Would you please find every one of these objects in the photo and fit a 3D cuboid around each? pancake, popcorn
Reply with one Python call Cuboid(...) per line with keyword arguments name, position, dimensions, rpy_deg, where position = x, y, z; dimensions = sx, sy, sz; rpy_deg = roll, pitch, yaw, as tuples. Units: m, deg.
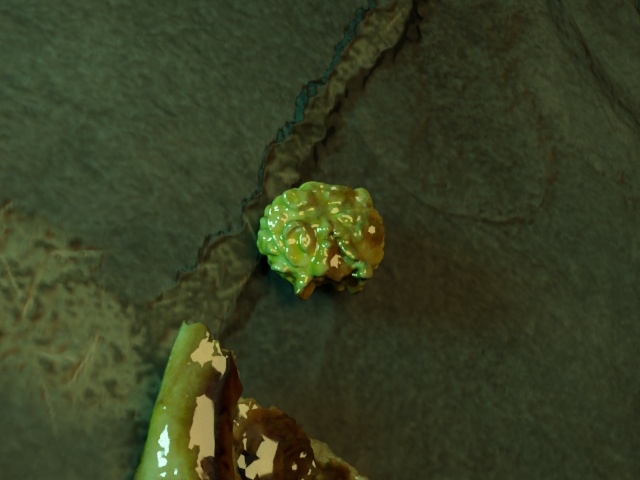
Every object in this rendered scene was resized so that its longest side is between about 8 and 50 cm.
Cuboid(name="pancake", position=(-0.020, 0.195, 0.833), dimensions=(0.257, 0.056, 0.212), rpy_deg=(37, 53, -13))
Cuboid(name="popcorn", position=(0.000, 0.000, 0.943), dimensions=(0.082, 0.057, 0.083), rpy_deg=(29, 57, -17))
